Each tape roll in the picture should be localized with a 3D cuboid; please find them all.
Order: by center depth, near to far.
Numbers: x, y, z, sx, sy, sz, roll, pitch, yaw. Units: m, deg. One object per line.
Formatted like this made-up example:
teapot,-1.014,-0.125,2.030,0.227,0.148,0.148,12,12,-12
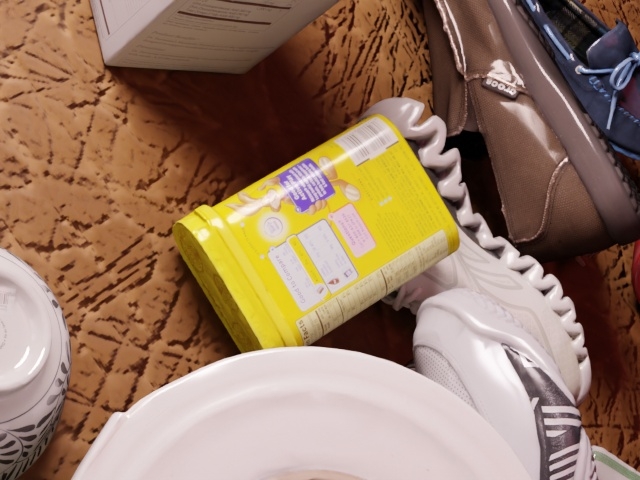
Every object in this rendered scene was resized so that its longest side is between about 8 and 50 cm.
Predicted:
tape roll,-0.014,0.202,0.649,0.286,0.100,0.286,4,73,-13

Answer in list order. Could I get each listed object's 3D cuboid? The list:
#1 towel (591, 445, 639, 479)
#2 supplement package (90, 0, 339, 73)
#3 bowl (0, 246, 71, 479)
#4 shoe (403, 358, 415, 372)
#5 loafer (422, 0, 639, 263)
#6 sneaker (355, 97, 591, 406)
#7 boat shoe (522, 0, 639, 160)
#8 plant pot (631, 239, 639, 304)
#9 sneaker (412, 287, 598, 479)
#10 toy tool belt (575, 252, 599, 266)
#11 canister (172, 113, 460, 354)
towel,0.259,0.268,1.049,0.113,0.023,0.152,33,55,-23
supplement package,-0.051,-0.231,0.853,0.134,0.244,0.139,-3,74,-41
bowl,-0.206,0.061,0.701,0.170,0.080,0.170,18,60,-35
shoe,0.118,0.175,0.942,0.178,0.063,0.081,43,50,-10
loafer,0.142,-0.134,1.054,0.134,0.130,0.365,31,31,-60
sneaker,0.100,0.030,0.972,0.118,0.110,0.292,-38,90,-35
boat shoe,0.255,-0.168,1.142,0.258,0.089,0.109,35,45,4
plant pot,0.409,-0.012,1.194,0.191,0.191,0.174,42,41,-19
sneaker,0.075,0.215,0.789,0.210,0.137,0.365,-9,74,-20
toy tool belt,0.234,-0.019,1.136,0.051,0.052,0.083,-27,89,-53
canister,0.000,0.000,0.863,0.170,0.073,0.126,-31,90,-18
